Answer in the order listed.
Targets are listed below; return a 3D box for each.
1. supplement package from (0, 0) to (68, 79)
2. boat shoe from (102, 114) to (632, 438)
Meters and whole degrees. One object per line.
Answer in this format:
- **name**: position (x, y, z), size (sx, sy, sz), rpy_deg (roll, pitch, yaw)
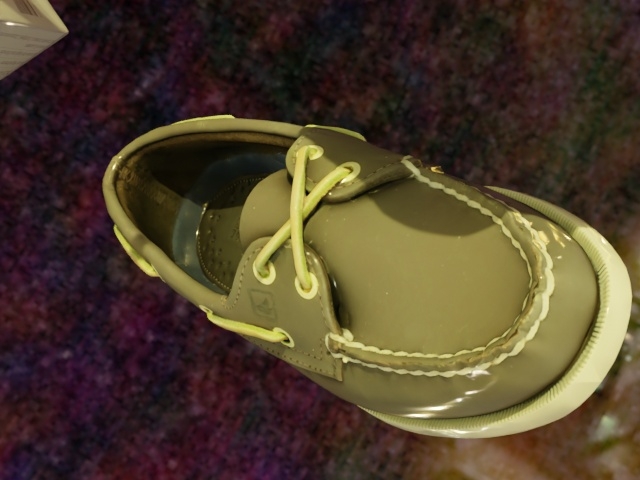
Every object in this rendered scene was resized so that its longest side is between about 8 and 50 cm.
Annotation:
- **supplement package**: position (-0.358, -0.158, 0.832), size (0.262, 0.198, 0.199), rpy_deg (-33, -175, 5)
- **boat shoe**: position (-0.002, 0.004, 0.519), size (0.091, 0.305, 0.109), rpy_deg (29, 83, -33)
